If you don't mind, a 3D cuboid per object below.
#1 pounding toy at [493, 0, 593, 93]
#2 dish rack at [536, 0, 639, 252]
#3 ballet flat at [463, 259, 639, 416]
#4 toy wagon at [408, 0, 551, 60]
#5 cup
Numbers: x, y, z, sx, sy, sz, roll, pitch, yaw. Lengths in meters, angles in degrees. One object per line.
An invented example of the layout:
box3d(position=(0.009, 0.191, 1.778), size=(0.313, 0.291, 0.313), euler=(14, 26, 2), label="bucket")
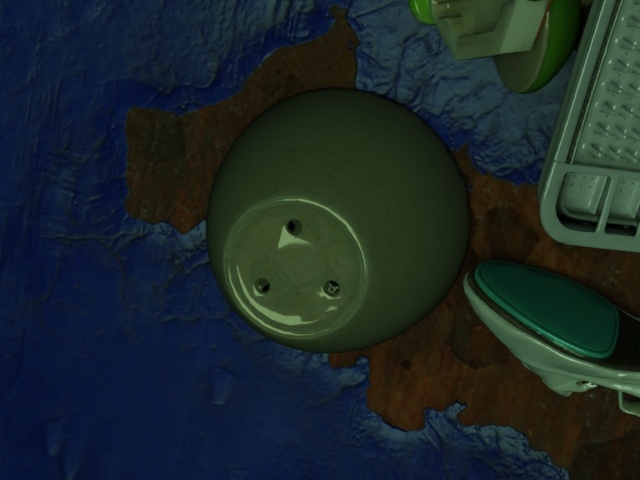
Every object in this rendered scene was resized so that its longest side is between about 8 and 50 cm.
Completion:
box3d(position=(0.269, -0.284, 1.518), size=(0.110, 0.183, 0.236), euler=(-3, 102, -13), label="pounding toy")
box3d(position=(0.381, -0.152, 1.505), size=(0.286, 0.072, 0.332), euler=(6, 110, -25), label="dish rack")
box3d(position=(0.351, 0.147, 1.629), size=(0.400, 0.139, 0.139), euler=(18, 109, 8), label="ballet flat")
box3d(position=(0.170, -0.371, 1.459), size=(0.068, 0.267, 0.344), euler=(-7, 96, -20), label="toy wagon")
box3d(position=(0.000, 0.000, 1.607), size=(0.331, 0.237, 0.331), euler=(3, 105, 12), label="cup")
